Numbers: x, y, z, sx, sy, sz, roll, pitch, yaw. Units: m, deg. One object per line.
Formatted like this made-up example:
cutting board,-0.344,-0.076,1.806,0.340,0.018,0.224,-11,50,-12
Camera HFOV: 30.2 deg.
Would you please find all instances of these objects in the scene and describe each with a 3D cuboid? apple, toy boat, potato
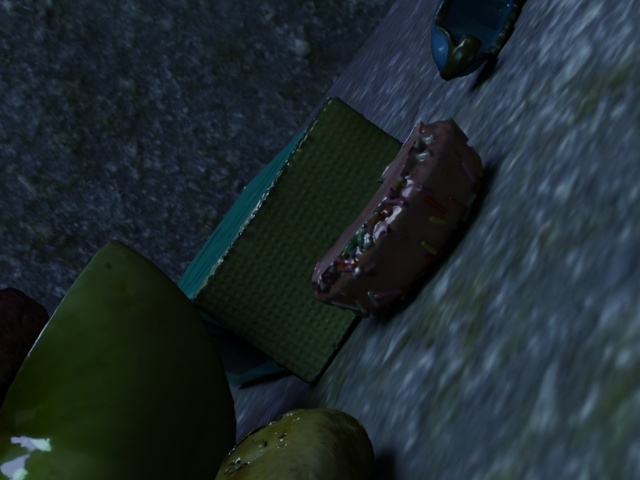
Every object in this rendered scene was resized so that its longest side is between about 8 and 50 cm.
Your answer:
apple,-0.222,0.185,0.895,0.320,0.312,0.360,-13,-15,-19
toy boat,0.154,-0.225,1.143,0.185,0.075,0.077,-63,2,-32
potato,-0.020,0.143,0.608,0.170,0.080,0.107,-74,9,-64

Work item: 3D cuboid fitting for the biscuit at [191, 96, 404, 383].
biscuit,0.000,0.000,0.934,0.199,0.121,0.040,-55,6,-3

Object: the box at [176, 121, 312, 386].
box,-0.043,0.020,1.124,0.205,0.118,0.311,-55,8,-19

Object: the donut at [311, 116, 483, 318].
donut,0.057,-0.010,0.842,0.166,0.065,0.117,-55,6,9

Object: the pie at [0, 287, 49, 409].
pie,-0.266,0.131,0.870,0.204,0.054,0.219,-61,3,-28
